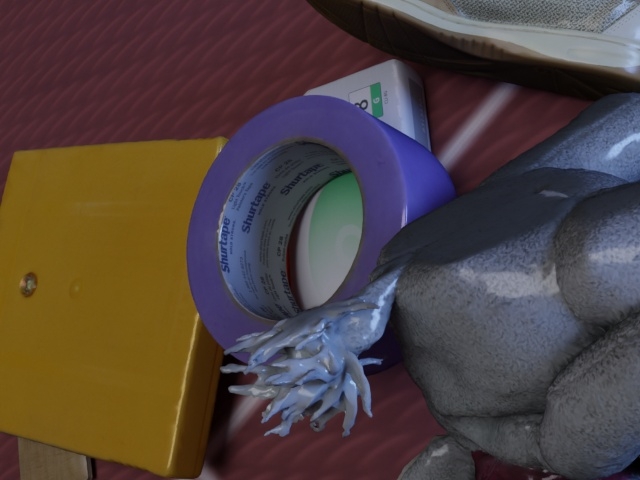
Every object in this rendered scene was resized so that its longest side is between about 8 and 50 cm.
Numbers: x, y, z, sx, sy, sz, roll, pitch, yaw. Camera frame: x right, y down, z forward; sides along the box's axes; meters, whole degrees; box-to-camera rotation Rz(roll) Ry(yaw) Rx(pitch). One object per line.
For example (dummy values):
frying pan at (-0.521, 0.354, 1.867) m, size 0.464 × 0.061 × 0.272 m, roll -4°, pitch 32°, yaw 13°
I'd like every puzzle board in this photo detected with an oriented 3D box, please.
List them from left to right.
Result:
puzzle board at (-0.262, 0.181, 0.849) m, size 0.096 × 0.011 × 0.128 m, roll -25°, pitch 64°, yaw 28°

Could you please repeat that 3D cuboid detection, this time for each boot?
boot at (0.129, -0.223, 0.608) m, size 0.262 × 0.095 × 0.203 m, roll 18°, pitch 88°, yaw 18°

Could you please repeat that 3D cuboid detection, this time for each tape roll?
tape roll at (0.000, 0.000, 0.610) m, size 0.189 × 0.080 × 0.189 m, roll -10°, pitch 74°, yaw 35°

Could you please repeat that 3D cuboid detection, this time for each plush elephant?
plush elephant at (0.148, 0.096, 0.462) m, size 0.330 × 0.255 × 0.272 m, roll -27°, pitch 14°, yaw -9°

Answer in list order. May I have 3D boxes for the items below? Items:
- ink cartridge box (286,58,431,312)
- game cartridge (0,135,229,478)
ink cartridge box at (-0.014, -0.026, 0.708) m, size 0.224 × 0.056 × 0.181 m, roll -15°, pitch 70°, yaw 29°
game cartridge at (-0.207, 0.049, 0.805) m, size 0.323 × 0.052 × 0.285 m, roll 2°, pitch 77°, yaw 37°
